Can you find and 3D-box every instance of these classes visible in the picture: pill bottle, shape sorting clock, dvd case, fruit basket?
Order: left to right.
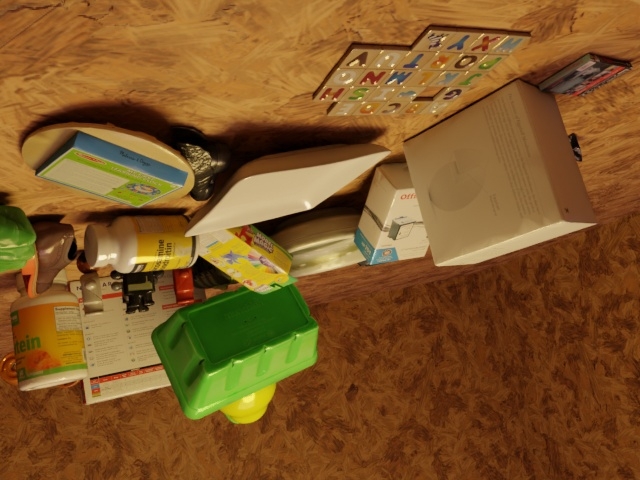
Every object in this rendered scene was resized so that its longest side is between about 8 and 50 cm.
[{"bbox_3d":[-0.591,0.188,1.207,0.136,0.246,0.136,-13,168,-3],"label":"pill bottle"},{"bbox_3d":[-0.264,-0.093,0.709,0.206,0.041,0.206,4,162,1],"label":"shape sorting clock"},{"bbox_3d":[-0.321,0.005,1.006,0.184,0.103,0.103,-4,165,-40],"label":"pill bottle"},{"bbox_3d":[-0.201,0.285,1.378,0.391,0.283,0.392,-27,159,-11],"label":"fruit basket"},{"bbox_3d":[0.403,-0.249,0.848,0.119,0.013,0.087,-6,166,-35],"label":"dvd case"}]

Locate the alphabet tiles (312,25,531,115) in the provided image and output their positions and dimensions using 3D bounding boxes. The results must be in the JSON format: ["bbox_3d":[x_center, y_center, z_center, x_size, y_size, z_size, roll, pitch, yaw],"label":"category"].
[{"bbox_3d":[0.117,-0.211,0.719,0.237,0.009,0.198,-8,167,-27],"label":"alphabet tiles"}]

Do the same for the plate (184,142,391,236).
[{"bbox_3d":[-0.066,-0.090,0.922,0.277,0.045,0.277,-16,172,-34],"label":"plate"}]

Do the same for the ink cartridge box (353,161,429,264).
[{"bbox_3d":[0.161,-0.054,1.105,0.139,0.082,0.191,-8,136,-25],"label":"ink cartridge box"}]

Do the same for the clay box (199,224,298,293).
[{"bbox_3d":[-0.157,0.025,1.131,0.127,0.053,0.222,-23,130,40],"label":"clay box"}]

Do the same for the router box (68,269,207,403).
[{"bbox_3d":[-0.453,0.235,1.446,0.335,0.301,0.082,-6,167,-27],"label":"router box"}]

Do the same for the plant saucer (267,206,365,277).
[{"bbox_3d":[0.000,0.000,1.343,0.400,0.101,0.400,-12,168,-3],"label":"plant saucer"}]

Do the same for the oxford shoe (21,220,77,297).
[{"bbox_3d":[-0.487,0.038,1.006,0.098,0.097,0.271,-14,170,-28],"label":"oxford shoe"}]

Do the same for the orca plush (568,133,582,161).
[{"bbox_3d":[0.426,-0.126,1.220,0.287,0.102,0.151,-16,168,12],"label":"orca plush"}]

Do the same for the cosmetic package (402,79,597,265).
[{"bbox_3d":[0.284,-0.097,0.904,0.138,0.224,0.224,-1,163,-43],"label":"cosmetic package"}]

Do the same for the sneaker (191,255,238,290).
[{"bbox_3d":[-0.272,0.068,1.357,0.121,0.111,0.300,-4,163,-22],"label":"sneaker"}]

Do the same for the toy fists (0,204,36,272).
[{"bbox_3d":[-0.540,0.011,0.827,0.279,0.096,0.142,-18,158,28],"label":"toy fists"}]

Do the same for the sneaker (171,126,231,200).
[{"bbox_3d":[-0.186,-0.104,0.792,0.089,0.051,0.170,-6,161,-32],"label":"sneaker"}]

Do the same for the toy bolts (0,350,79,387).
[{"bbox_3d":[-0.829,0.338,1.694,0.218,0.229,0.158,-7,158,-4],"label":"toy bolts"}]

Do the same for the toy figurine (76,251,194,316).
[{"bbox_3d":[-0.389,0.073,1.178,0.209,0.148,0.213,-12,172,25],"label":"toy figurine"}]

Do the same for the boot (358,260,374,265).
[{"bbox_3d":[0.090,0.034,1.583,0.219,0.106,0.082,-17,168,13],"label":"boot"}]
